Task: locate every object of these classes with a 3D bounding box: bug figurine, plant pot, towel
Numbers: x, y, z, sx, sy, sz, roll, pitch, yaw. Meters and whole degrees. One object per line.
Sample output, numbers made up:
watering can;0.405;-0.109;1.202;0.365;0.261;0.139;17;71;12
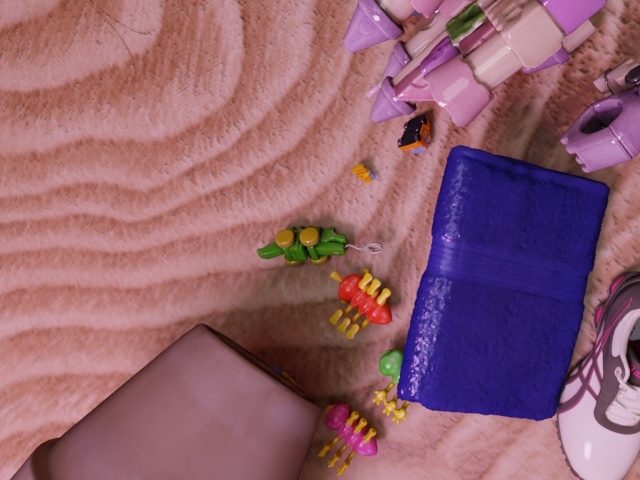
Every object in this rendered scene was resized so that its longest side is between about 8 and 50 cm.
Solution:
bug figurine;0.035;0.185;0.788;0.216;0.072;0.279;45;107;18
plant pot;-0.155;0.265;0.680;0.323;0.323;0.280;31;79;15
towel;0.218;0.056;0.687;0.228;0.076;0.308;12;92;-18

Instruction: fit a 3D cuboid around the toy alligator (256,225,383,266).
toy alligator;0.000;0.000;0.813;0.190;0.056;0.051;-4;49;18

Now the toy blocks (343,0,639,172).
toy blocks;0.161;-0.200;0.633;0.309;0.288;0.260;41;118;-20

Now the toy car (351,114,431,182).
toy car;0.105;-0.126;0.794;0.122;0.060;0.040;-26;127;33

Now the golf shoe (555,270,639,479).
golf shoe;0.350;0.171;0.663;0.105;0.120;0.272;14;96;16

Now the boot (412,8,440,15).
boot;0.194;-0.355;0.748;0.219;0.082;0.106;2;116;10
